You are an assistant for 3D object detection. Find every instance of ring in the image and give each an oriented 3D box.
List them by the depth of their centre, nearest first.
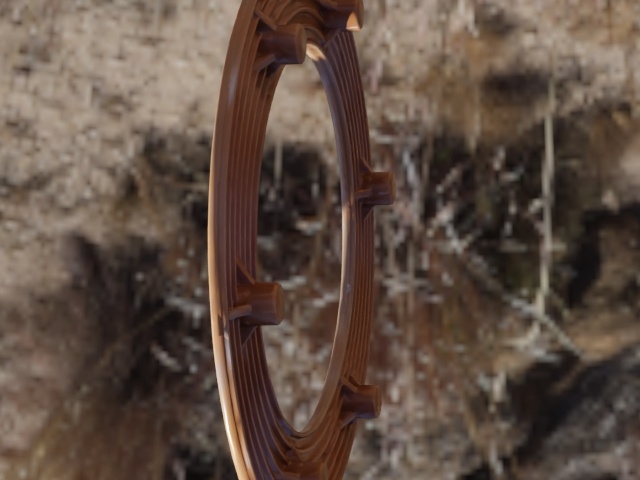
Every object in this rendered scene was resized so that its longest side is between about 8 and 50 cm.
[{"bbox_3d":[0.000,0.000,1.012,0.032,0.337,0.336,-1,153,14],"label":"ring"}]
